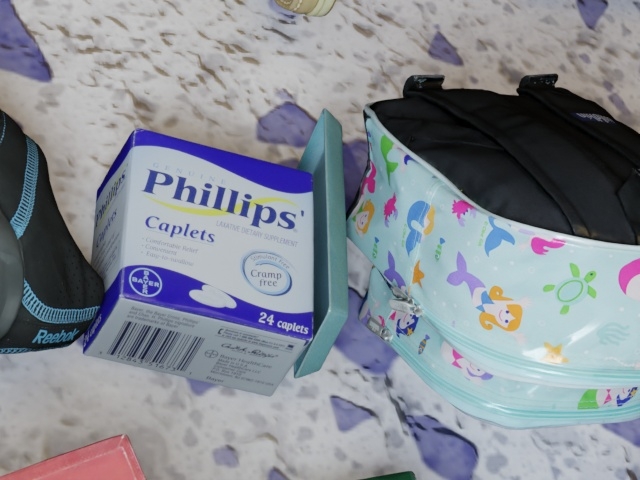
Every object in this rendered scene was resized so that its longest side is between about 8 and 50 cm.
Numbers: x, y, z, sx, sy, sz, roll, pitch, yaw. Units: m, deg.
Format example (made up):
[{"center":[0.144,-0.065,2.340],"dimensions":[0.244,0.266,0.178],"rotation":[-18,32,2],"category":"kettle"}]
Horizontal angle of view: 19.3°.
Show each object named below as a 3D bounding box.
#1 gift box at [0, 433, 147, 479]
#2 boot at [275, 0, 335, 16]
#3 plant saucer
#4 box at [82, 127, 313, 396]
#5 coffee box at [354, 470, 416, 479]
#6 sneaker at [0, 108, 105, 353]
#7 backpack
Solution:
[{"center":[-0.168,0.258,0.822],"dimensions":[0.276,0.258,0.255],"rotation":[-15,63,-13],"category":"gift box"},{"center":[-0.108,-0.263,1.366],"dimensions":[0.203,0.095,0.262],"rotation":[-5,56,-31],"category":"boot"},{"center":[0.000,0.000,1.218],"dimensions":[0.018,0.067,0.192],"rotation":[13,42,-14],"category":"plant saucer"},{"center":[-0.075,0.013,1.182],"dimensions":[0.126,0.072,0.137],"rotation":[14,49,-18],"category":"box"},{"center":[0.007,0.175,1.016],"dimensions":[0.113,0.184,0.040],"rotation":[-11,99,-1],"category":"coffee box"},{"center":[-0.253,-0.061,1.142],"dimensions":[0.139,0.125,0.341],"rotation":[13,41,-55],"category":"sneaker"},{"center":[0.149,0.012,1.184],"dimensions":[0.225,0.191,0.253],"rotation":[-1,18,-28],"category":"backpack"}]
